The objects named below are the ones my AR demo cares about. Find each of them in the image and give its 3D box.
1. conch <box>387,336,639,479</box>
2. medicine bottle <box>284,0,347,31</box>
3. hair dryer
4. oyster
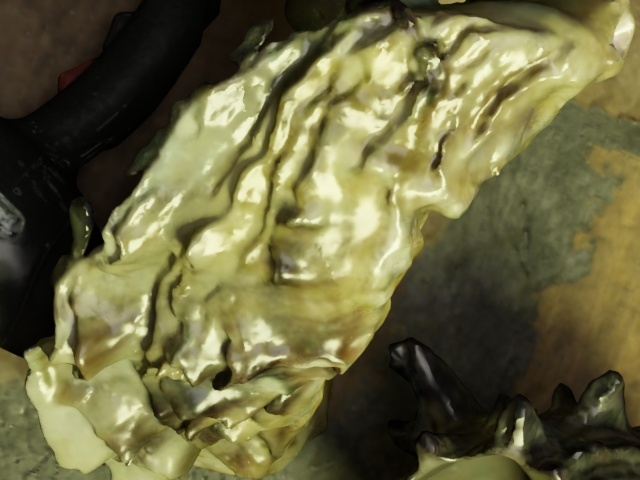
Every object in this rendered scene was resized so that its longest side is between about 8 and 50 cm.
[{"bbox_3d":[0.114,0.196,0.875,0.241,0.186,0.313,-21,118,-4],"label":"conch"},{"bbox_3d":[-0.048,-0.250,0.740,0.151,0.151,0.322,-41,99,-13],"label":"medicine bottle"},{"bbox_3d":[-0.130,-0.098,0.805,0.235,0.091,0.271,46,66,-8],"label":"hair dryer"},{"bbox_3d":[0.001,0.001,0.743,0.115,0.351,0.238,52,30,13],"label":"oyster"}]
